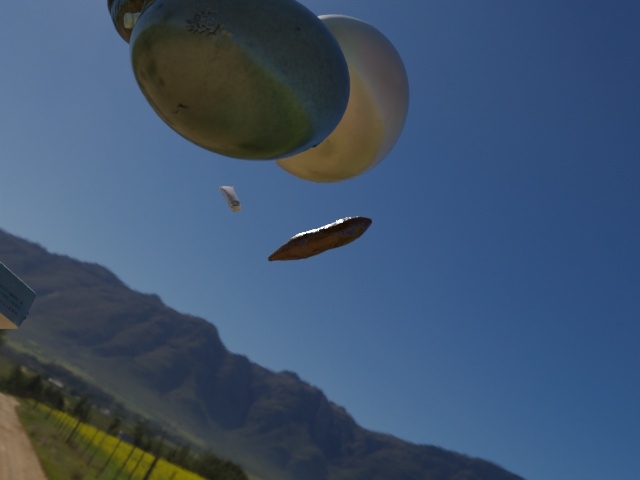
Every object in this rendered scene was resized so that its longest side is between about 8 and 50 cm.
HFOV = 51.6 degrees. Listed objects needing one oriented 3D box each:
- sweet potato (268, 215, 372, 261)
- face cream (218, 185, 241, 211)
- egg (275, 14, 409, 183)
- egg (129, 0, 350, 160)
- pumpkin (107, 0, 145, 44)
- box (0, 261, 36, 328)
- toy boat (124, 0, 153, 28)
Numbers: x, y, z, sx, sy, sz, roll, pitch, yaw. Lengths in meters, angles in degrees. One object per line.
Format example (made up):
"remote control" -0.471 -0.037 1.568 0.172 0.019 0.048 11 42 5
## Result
"sweet potato" 0.001 0.000 1.288 0.065 0.218 0.051 154 -83 -84
"face cream" -0.207 -0.100 1.529 0.115 0.038 0.020 -124 -145 -54
"egg" 0.019 -0.250 1.176 0.283 0.283 0.345 28 -11 1
"egg" -0.074 -0.165 0.656 0.236 0.169 0.169 2 2 -44
"pumpkin" -0.401 -0.621 1.646 0.207 0.301 0.300 11 -8 -36
"box" -0.618 0.050 1.107 0.134 0.079 0.269 -4 -39 21
"toy boat" -0.210 -0.321 0.849 0.098 0.109 0.238 -8 -30 -27
